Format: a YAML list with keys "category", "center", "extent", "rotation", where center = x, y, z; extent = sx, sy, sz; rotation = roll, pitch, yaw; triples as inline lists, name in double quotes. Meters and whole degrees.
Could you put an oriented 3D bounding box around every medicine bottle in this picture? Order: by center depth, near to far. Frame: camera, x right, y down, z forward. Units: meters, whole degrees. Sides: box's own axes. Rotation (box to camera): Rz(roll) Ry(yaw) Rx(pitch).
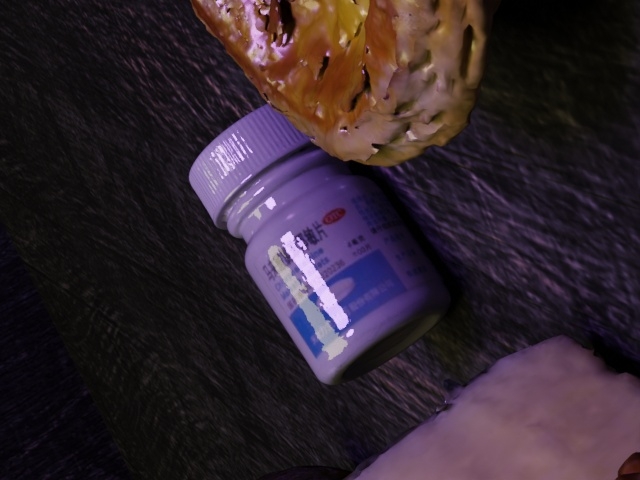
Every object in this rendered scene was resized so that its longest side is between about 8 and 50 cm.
- category: "medicine bottle"
  center: [0.000, 0.000, 1.105]
  extent: [0.168, 0.105, 0.105]
  rotation: [56, 164, 15]

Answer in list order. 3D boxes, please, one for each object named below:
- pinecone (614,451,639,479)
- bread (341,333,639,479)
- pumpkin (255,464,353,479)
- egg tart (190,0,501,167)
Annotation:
- category: "pinecone"
  center: [0.187, 0.111, 0.566]
  extent: [0.201, 0.202, 0.229]
  rotation: [-41, 79, 41]
- category: "bread"
  center: [0.129, 0.172, 0.773]
  extent: [0.279, 0.248, 0.315]
  rotation: [55, 160, 10]
- category: "pumpkin"
  center: [0.039, 0.287, 1.488]
  extent: [0.248, 0.126, 0.131]
  rotation: [44, 159, -12]
- category: "egg tart"
  center: [0.004, -0.175, 0.775]
  extent: [0.290, 0.115, 0.290]
  rotation: [51, 159, 27]
